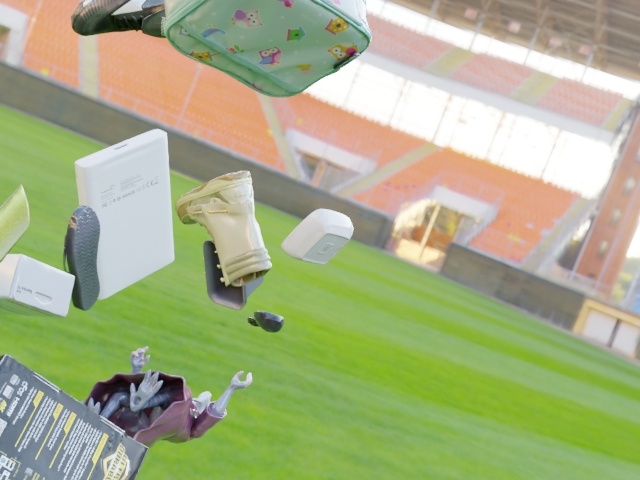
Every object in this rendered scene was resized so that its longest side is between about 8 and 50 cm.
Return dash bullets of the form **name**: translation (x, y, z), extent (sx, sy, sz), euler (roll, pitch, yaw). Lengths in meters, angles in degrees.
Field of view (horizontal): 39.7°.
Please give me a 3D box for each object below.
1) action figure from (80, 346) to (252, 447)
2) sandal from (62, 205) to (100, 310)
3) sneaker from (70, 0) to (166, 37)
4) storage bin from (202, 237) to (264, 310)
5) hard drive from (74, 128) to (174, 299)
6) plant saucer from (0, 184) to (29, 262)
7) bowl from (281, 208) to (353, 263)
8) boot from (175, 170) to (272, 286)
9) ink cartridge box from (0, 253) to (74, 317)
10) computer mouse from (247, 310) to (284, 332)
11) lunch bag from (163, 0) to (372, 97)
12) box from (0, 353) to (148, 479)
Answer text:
- **action figure**: translation (-0.300, 0.360, 1.767), extent (0.248, 0.275, 0.370), euler (8, -15, 18)
- **sandal**: translation (-0.509, 0.041, 1.851), extent (0.055, 0.254, 0.097), euler (19, 35, 13)
- **sneaker**: translation (-0.284, -0.371, 1.439), extent (0.106, 0.234, 0.078), euler (58, -20, 22)
- **storage bin**: translation (-0.158, 0.044, 1.633), extent (0.098, 0.135, 0.091), euler (14, 31, 27)
- **hard drive**: translation (-0.444, -0.059, 2.046), extent (0.047, 0.352, 0.233), euler (27, 40, 32)
- **plant saucer**: translation (-0.471, 0.035, 1.209), extent (0.045, 0.188, 0.188), euler (40, -41, -14)
- **bowl**: translation (0.000, 0.000, 1.967), extent (0.142, 0.142, 0.053), euler (16, 35, -50)
- **boot**: translation (-0.153, -0.006, 1.385), extent (0.077, 0.165, 0.213), euler (-15, -3, -33)
- **ink cartridge box**: translation (-0.593, 0.085, 1.666), extent (0.209, 0.086, 0.153), euler (1, -18, 27)
- **computer mouse**: translation (-0.141, 0.204, 2.153), extent (0.071, 0.041, 0.242), euler (19, -12, -11)
- **lunch bag**: translation (-0.075, -0.314, 1.270), extent (0.224, 0.107, 0.279), euler (-28, -34, 32)
- **box**: translation (-0.393, 0.346, 1.129), extent (0.079, 0.321, 0.257), euler (-17, -49, 40)
